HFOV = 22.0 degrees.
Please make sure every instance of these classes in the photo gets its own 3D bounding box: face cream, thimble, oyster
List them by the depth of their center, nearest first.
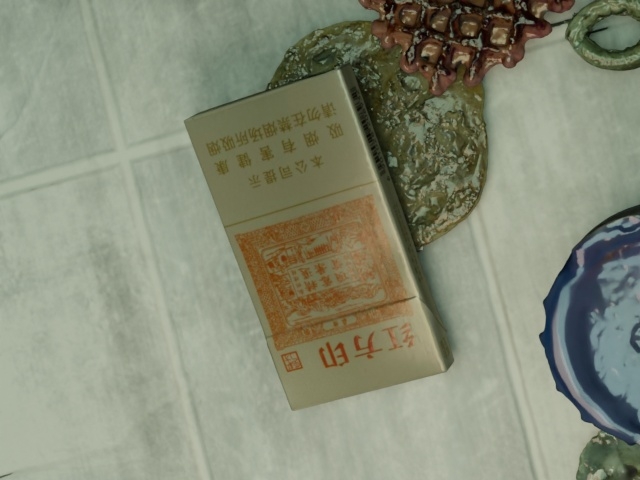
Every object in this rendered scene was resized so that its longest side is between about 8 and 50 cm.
[{"bbox_3d":[0.362,0.082,1.729,0.249,0.225,0.249,1,93,17],"label":"face cream"},{"bbox_3d":[0.323,-0.228,1.802,0.110,0.062,0.084,2,94,15],"label":"thimble"},{"bbox_3d":[0.375,0.332,1.812,0.252,0.087,0.199,34,111,19],"label":"oyster"}]

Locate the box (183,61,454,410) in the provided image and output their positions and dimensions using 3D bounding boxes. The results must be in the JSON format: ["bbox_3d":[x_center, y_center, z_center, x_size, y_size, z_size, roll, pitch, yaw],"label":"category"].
[{"bbox_3d":[0.000,0.001,1.876,0.205,0.051,0.365,-17,100,22],"label":"box"}]

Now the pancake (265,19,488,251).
[{"bbox_3d":[0.064,-0.121,1.889,0.282,0.049,0.282,1,95,15],"label":"pancake"}]

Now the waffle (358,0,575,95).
[{"bbox_3d":[0.162,-0.286,1.834,0.234,0.055,0.221,-34,77,8],"label":"waffle"}]
